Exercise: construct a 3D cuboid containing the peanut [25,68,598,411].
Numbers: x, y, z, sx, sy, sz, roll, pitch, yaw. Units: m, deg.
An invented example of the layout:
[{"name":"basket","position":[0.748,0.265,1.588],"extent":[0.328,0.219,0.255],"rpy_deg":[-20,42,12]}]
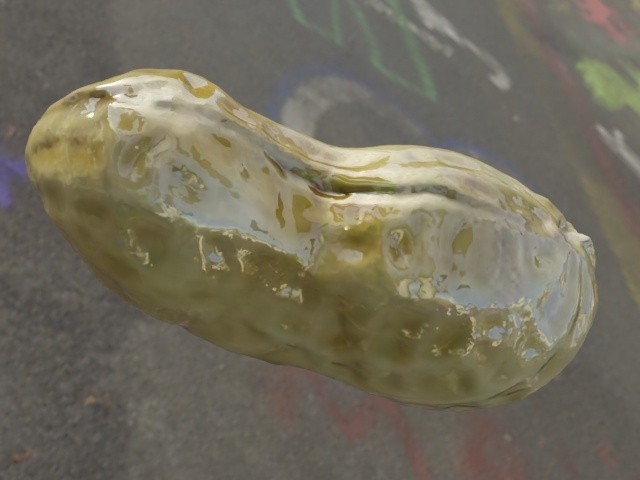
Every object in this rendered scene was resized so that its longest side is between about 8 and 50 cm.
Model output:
[{"name":"peanut","position":[0.000,0.000,0.693],"extent":[0.306,0.147,0.147],"rpy_deg":[16,35,-11]}]
